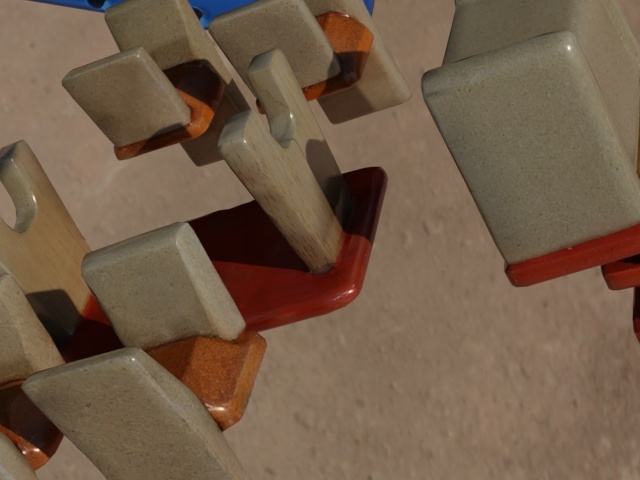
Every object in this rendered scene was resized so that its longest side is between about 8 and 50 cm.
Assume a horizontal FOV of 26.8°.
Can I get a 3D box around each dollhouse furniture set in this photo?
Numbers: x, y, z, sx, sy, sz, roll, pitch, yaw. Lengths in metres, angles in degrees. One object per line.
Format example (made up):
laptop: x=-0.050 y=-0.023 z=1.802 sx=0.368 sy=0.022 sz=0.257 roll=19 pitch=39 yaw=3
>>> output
dollhouse furniture set: x=0.000 y=0.000 z=0.500 sx=0.259 sy=0.135 sz=0.262 roll=-16 pitch=34 yaw=26

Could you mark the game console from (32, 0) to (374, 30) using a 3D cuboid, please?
game console: x=-0.090 y=-0.296 z=0.913 sx=0.293 sy=0.173 sz=0.250 roll=10 pitch=56 yaw=-3
